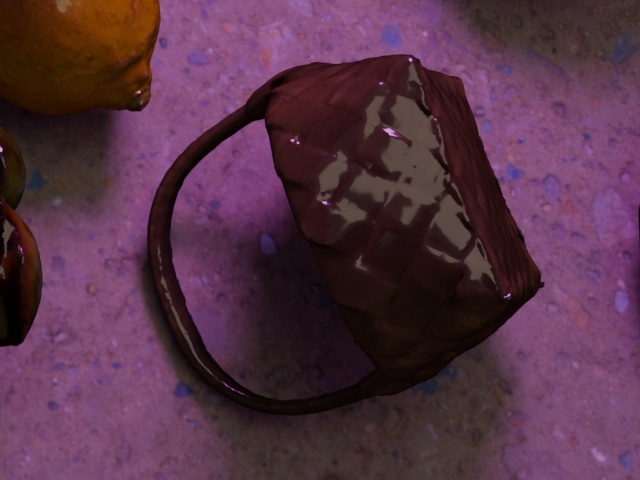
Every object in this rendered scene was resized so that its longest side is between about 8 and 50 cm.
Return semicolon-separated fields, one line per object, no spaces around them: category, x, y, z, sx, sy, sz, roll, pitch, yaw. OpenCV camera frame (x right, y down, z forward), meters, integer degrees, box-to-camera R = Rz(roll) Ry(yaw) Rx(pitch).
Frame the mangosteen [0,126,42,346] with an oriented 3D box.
mangosteen;-0.372;-0.018;1.309;0.311;0.311;0.311;8;67;-19

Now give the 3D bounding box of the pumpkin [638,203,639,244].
pumpkin;0.487;-0.015;1.647;0.363;0.266;0.363;9;68;-23

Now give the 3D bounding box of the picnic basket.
picnic basket;0.000;0.000;1.470;0.337;0.337;0.293;-19;85;-27

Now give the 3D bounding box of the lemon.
lemon;-0.240;-0.209;1.477;0.257;0.188;0.188;45;61;6
